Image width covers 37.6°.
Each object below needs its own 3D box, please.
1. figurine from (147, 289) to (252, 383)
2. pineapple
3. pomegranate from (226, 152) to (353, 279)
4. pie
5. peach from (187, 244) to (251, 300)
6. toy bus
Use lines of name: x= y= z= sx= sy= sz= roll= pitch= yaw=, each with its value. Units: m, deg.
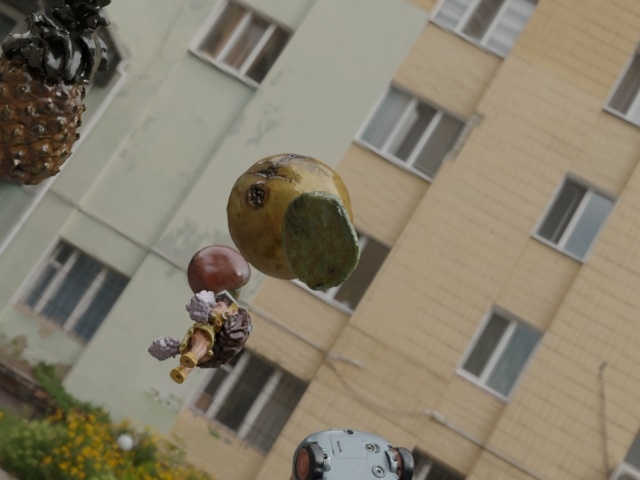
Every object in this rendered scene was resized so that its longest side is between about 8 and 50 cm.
figurine: x=-0.203 y=0.172 z=1.665 sx=0.116 sy=0.174 sz=0.240 roll=47 pitch=23 yaw=8
pineapple: x=-0.329 y=-0.225 z=1.123 sx=0.141 sy=0.310 sz=0.170 roll=14 pitch=27 yaw=-33
pomegranate: x=-0.060 y=-0.048 z=1.888 sx=0.260 sy=0.260 sz=0.260 roll=30 pitch=-14 yaw=8
pie: x=0.000 y=0.000 z=1.681 sx=0.041 sy=0.186 sz=0.187 roll=-8 pitch=20 yaw=-44
peach: x=-0.244 y=0.078 z=2.243 sx=0.152 sy=0.152 sz=0.152 roll=30 pitch=-14 yaw=8
toy bus: x=0.046 y=0.470 z=1.557 sx=0.194 sy=0.287 sz=0.232 roll=5 pitch=-48 yaw=-21
